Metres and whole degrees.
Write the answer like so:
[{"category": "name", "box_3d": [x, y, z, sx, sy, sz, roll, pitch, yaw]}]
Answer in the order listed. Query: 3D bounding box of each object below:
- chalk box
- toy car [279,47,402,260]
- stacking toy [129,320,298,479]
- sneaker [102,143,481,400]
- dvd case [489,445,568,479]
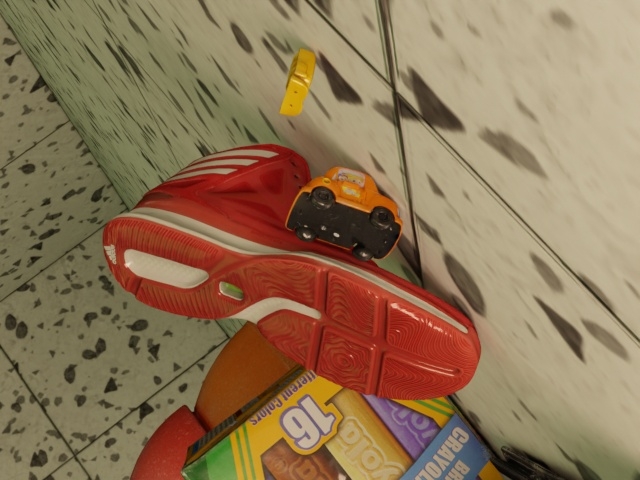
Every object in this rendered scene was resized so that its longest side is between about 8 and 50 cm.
[{"category": "chalk box", "box_3d": [0.053, 0.221, 0.879, 0.289, 0.179, 0.180, 52, 172, 3]}, {"category": "toy car", "box_3d": [0.014, -0.043, 0.580, 0.122, 0.060, 0.040, 90, -170, -49]}, {"category": "stacking toy", "box_3d": [-0.113, 0.314, 1.124, 0.350, 0.480, 0.350, 51, 172, 10]}, {"category": "sneaker", "box_3d": [0.000, 0.000, 0.677, 0.221, 0.128, 0.087, 22, 135, 13]}, {"category": "dvd case", "box_3d": [0.192, 0.222, 0.695, 0.221, 0.018, 0.164, 53, 173, -6]}]
